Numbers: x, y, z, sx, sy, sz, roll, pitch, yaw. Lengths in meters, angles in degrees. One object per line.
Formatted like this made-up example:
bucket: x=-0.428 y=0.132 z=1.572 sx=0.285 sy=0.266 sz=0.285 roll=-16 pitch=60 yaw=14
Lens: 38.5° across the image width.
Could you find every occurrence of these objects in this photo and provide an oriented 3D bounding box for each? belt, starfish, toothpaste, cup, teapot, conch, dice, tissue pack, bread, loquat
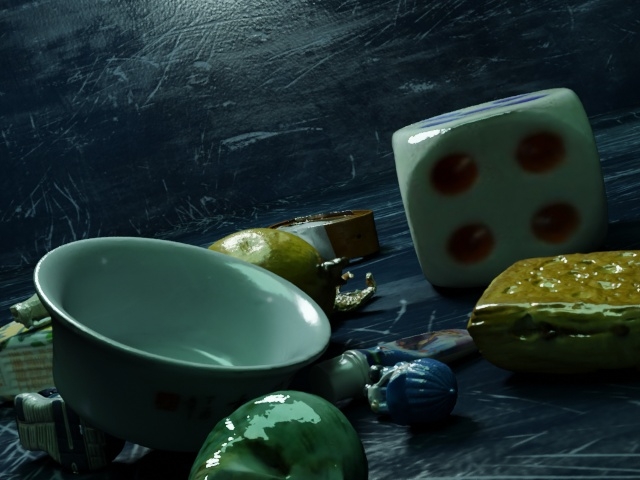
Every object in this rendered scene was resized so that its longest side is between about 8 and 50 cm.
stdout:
belt: x=0.000 y=0.000 z=1.957 sx=0.261 sy=0.105 sz=0.184 roll=-6 pitch=11 yaw=31
starfish: x=0.025 y=0.112 z=1.493 sx=0.150 sy=0.053 sz=0.209 roll=-25 pitch=10 yaw=20
toothpaste: x=0.112 y=0.144 z=1.136 sx=0.266 sy=0.061 sz=0.096 roll=-13 pitch=7 yaw=-29
cup: x=-0.175 y=0.135 z=1.085 sx=0.347 sy=0.163 sz=0.347 roll=15 pitch=18 yaw=-5
teapot: x=-0.441 y=0.108 z=1.440 sx=0.083 sy=0.057 sz=0.067 roll=-29 pitch=51 yaw=-19
conch: x=-0.034 y=0.210 z=0.762 sx=0.188 sy=0.122 sz=0.176 roll=-25 pitch=34 yaw=-37
dice: x=0.292 y=-0.090 z=1.519 sx=0.304 sy=0.276 sz=0.304 roll=-13 pitch=12 yaw=8
tissue pack: x=-0.381 y=0.166 z=1.504 sx=0.311 sy=0.128 sz=0.228 roll=-9 pitch=13 yaw=30
bread: x=0.303 y=0.084 z=1.043 sx=0.235 sy=0.099 sz=0.210 roll=-3 pitch=16 yaw=29
loquat: x=-0.069 y=0.074 z=1.318 sx=0.246 sy=0.213 sz=0.213 roll=-20 pitch=7 yaw=23

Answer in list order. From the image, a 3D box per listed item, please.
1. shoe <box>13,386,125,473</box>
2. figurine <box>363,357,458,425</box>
shoe: x=-0.304 y=0.227 z=1.158 sx=0.106 sy=0.091 sz=0.207 roll=-14 pitch=11 yaw=-41
figurine: x=0.099 y=0.166 z=1.001 sx=0.079 sy=0.077 sz=0.136 roll=18 pitch=-11 yaw=-7
